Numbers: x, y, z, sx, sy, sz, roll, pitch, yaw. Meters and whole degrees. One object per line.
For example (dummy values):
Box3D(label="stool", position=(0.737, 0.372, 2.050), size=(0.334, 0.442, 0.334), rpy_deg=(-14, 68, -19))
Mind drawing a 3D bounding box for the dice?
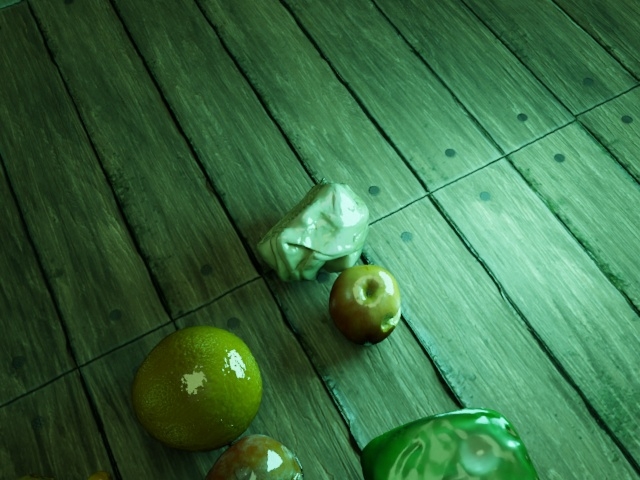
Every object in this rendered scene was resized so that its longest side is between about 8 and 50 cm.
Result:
Box3D(label="dice", position=(0.249, 0.508, 1.234), size=(0.297, 0.287, 0.300), rpy_deg=(-16, 62, -5))

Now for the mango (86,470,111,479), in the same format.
Box3D(label="mango", position=(-0.485, 0.543, 1.388), size=(0.060, 0.046, 0.089), rpy_deg=(25, 78, 18))

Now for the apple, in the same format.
Box3D(label="apple", position=(0.108, 0.143, 1.503), size=(0.199, 0.199, 0.199), rpy_deg=(-1, 61, 2))

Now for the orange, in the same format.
Box3D(label="orange", position=(-0.262, 0.318, 1.378), size=(0.274, 0.274, 0.274), rpy_deg=(-1, 61, 2))

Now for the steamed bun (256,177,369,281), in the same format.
Box3D(label="steamed bun", position=(0.000, 0.000, 1.571), size=(0.280, 0.268, 0.207), rpy_deg=(-45, 98, -13))

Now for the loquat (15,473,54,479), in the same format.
Box3D(label="loquat", position=(-0.598, 0.557, 1.334), size=(0.141, 0.141, 0.141), rpy_deg=(-1, 61, 2))

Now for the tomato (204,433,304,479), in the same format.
Box3D(label="tomato", position=(-0.146, 0.503, 1.336), size=(0.180, 0.155, 0.214), rpy_deg=(36, 70, 24))
